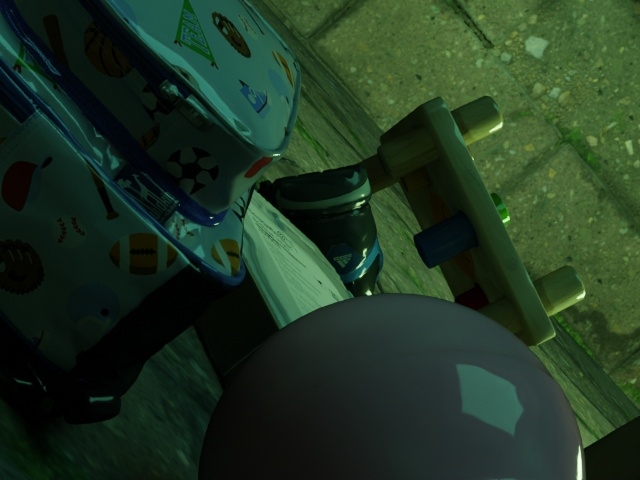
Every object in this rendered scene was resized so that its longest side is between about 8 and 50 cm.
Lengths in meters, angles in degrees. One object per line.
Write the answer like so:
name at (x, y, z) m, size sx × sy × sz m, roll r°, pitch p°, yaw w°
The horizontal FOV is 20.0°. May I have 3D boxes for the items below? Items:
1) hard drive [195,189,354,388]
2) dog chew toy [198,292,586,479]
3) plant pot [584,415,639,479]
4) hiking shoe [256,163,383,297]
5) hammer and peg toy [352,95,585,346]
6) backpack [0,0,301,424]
hard drive at (-0.019, 0.071, 1.384) m, size 0.237 × 0.064 × 0.339 m, roll 43°, pitch 11°, yaw -42°
dog chew toy at (0.060, 0.187, 0.909) m, size 0.206 × 0.206 × 0.332 m, roll 41°, pitch 22°, yaw -46°
plant pot at (0.272, 0.246, 1.471) m, size 0.263 × 0.229 × 0.263 m, roll 46°, pitch 3°, yaw -4°
hiking shoe at (0.000, 0.000, 1.734) m, size 0.304 × 0.113 × 0.132 m, roll -58°, pitch 138°, yaw -87°
hammer and peg toy at (0.167, 0.037, 1.806) m, size 0.361 × 0.127 × 0.266 m, roll 64°, pitch -9°, yaw 1°
backpack at (-0.147, -0.078, 0.958) m, size 0.263 × 0.213 × 0.276 m, roll 37°, pitch 14°, yaw -12°
